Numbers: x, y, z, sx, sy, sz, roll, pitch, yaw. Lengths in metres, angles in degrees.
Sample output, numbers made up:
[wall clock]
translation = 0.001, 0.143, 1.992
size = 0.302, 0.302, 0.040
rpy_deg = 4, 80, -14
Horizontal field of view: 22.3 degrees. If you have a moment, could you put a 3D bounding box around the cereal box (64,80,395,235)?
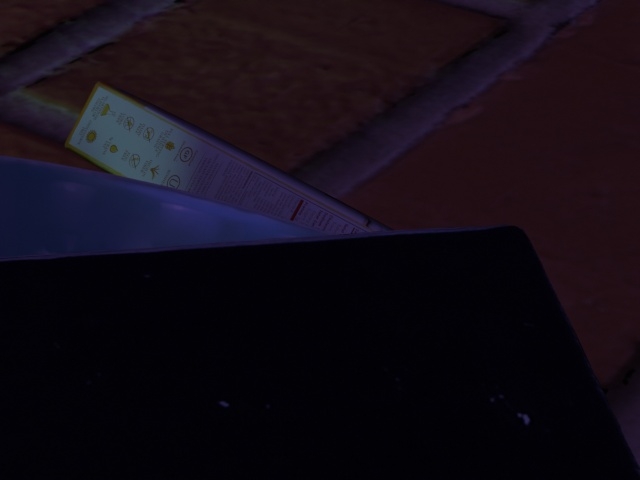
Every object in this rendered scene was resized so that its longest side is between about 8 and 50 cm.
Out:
[cereal box]
translation = 0.000, 0.000, 0.865
size = 0.240, 0.047, 0.173
rpy_deg = 28, 0, 35

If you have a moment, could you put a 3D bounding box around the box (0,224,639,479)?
[box]
translation = -0.006, 0.218, 0.372
size = 0.179, 0.312, 0.343
rpy_deg = -3, 34, -8

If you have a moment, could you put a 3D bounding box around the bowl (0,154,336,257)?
[bowl]
translation = -0.082, 0.081, 0.625
size = 0.312, 0.163, 0.311
rpy_deg = 14, 10, -3
